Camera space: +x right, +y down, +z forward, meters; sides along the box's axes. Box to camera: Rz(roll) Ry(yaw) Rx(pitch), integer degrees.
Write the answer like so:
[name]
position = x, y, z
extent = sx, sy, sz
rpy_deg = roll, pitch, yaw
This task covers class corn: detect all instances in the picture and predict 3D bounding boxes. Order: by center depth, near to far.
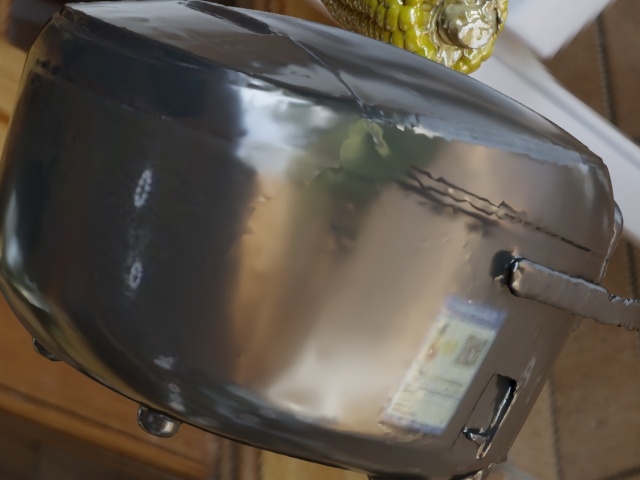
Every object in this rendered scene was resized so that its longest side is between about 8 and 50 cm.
[corn]
position = 0.056, -0.175, 1.118
extent = 0.097, 0.097, 0.262
rpy_deg = -57, 28, 6

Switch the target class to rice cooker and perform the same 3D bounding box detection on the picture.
[rice cooker]
position = 0.001, 0.000, 0.453
extent = 0.142, 0.203, 0.118
rpy_deg = 26, 96, 48
